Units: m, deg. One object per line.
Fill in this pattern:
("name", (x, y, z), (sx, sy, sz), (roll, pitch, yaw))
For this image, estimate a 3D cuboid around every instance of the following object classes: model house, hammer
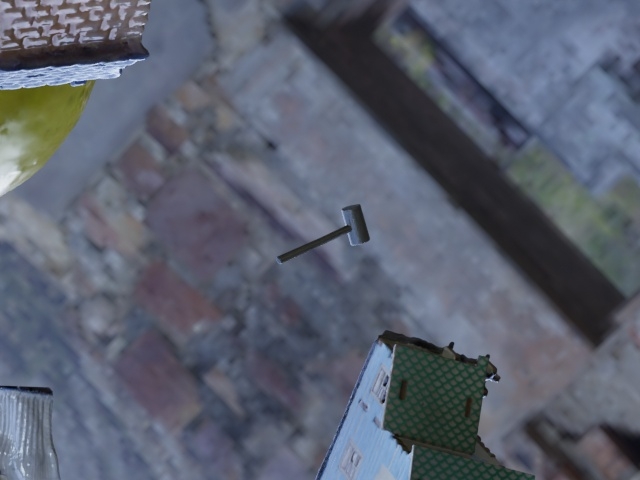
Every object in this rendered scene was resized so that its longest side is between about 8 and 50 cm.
("model house", (-0.238, -0.209, 1.524), (0.167, 0.172, 0.183), (-11, -131, -22))
("model house", (0.105, 0.240, 1.709), (0.178, 0.271, 0.206), (21, -169, -23))
("hammer", (0.000, 0.000, 1.696), (0.110, 0.019, 0.035), (-24, -76, -38))

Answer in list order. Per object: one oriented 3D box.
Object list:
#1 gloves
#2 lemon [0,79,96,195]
("gloves", (-0.304, 0.249, 1.819), (0.097, 0.119, 0.229), (74, -161, -65))
("lemon", (-0.371, -0.193, 1.772), (0.348, 0.348, 0.348), (40, -163, -15))
